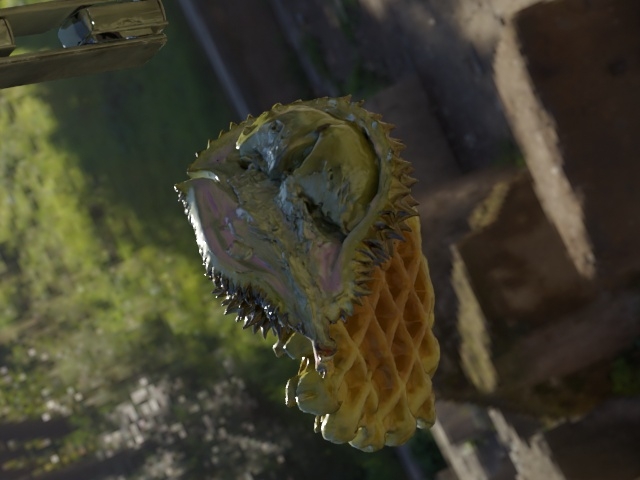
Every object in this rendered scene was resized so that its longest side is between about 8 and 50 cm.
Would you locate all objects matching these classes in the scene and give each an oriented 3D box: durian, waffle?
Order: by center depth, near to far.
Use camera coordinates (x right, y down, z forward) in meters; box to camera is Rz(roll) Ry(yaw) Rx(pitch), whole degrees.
[{"bbox_3d":[0.000,0.000,0.882,0.102,0.146,0.208,45,-158,-41],"label":"durian"},{"bbox_3d":[0.036,0.036,1.175,0.250,0.056,0.261,7,-106,-61],"label":"waffle"}]

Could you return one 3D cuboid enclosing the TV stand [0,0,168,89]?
[{"bbox_3d":[-0.200,-0.121,0.933,0.036,0.249,0.042,-32,79,46],"label":"TV stand"}]
